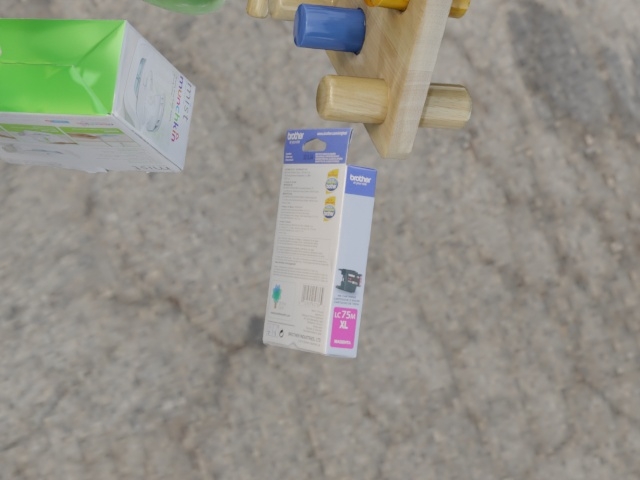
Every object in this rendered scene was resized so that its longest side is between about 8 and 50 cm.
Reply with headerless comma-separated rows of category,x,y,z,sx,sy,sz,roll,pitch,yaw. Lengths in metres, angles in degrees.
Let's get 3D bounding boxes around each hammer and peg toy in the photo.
hammer and peg toy,0.043,-0.258,1.241,0.127,0.266,0.361,2,32,-18

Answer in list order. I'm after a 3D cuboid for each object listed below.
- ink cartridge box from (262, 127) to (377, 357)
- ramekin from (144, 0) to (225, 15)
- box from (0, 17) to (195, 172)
ink cartridge box,0.000,0.000,2.058,0.065,0.186,0.311,5,90,-30
ramekin,-0.221,-0.447,1.933,0.303,0.303,0.148,40,70,-30
box,-0.320,-0.174,1.830,0.231,0.262,0.127,38,57,-68
